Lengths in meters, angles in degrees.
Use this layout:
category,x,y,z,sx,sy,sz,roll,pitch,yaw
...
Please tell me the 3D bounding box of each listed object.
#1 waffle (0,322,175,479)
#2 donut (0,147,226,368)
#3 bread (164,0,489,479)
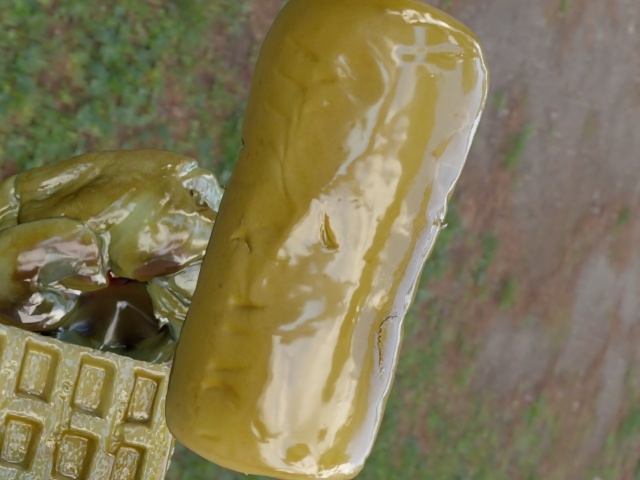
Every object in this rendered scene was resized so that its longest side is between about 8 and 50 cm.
category,x,y,z,sx,sy,sz,roll,pitch,yaw
waffle,-0.261,0.201,1.422,0.055,0.247,0.221,157,-52,-73
donut,-0.202,0.063,1.591,0.360,0.360,0.170,77,3,-46
bread,0.000,0.000,0.911,0.091,0.142,0.305,9,97,-74
